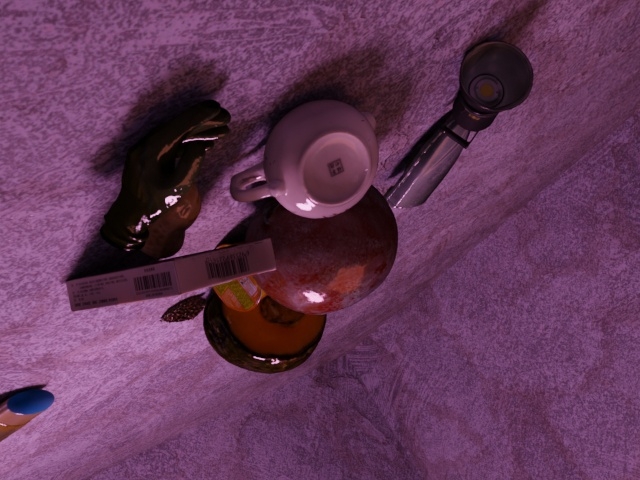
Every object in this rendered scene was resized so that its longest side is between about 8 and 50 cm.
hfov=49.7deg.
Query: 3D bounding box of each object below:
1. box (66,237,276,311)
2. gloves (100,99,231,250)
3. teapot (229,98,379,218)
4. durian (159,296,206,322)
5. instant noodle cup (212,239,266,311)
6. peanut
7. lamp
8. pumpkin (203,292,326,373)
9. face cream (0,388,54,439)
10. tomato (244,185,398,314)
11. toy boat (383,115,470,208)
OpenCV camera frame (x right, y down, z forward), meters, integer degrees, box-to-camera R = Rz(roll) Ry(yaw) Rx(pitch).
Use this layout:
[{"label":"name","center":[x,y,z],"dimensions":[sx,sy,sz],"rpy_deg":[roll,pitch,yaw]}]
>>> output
[{"label":"box","center":[-0.275,0.063,1.246],"dimensions":[0.353,0.069,0.214],"rpy_deg":[-9,-177,42]},{"label":"gloves","center":[-0.232,-0.100,1.009],"dimensions":[0.268,0.135,0.107],"rpy_deg":[-48,135,12]},{"label":"teapot","center":[-0.019,-0.140,1.218],"dimensions":[0.300,0.166,0.208],"rpy_deg":[-19,130,-6]},{"label":"durian","center":[-0.351,0.174,1.757],"dimensions":[0.130,0.052,0.066],"rpy_deg":[-26,-159,-10]},{"label":"instant noodle cup","center":[-0.137,0.058,1.603],"dimensions":[0.185,0.168,0.168],"rpy_deg":[-25,164,-46]},{"label":"peanut","center":[-0.261,-0.037,1.170],"dimensions":[0.103,0.098,0.229],"rpy_deg":[-17,160,-35]},{"label":"lamp","center":[0.348,-0.311,1.465],"dimensions":[0.172,0.147,0.227],"rpy_deg":[-54,175,-8]},{"label":"pumpkin","center":[-0.156,0.222,1.828],"dimensions":[0.256,0.303,0.225],"rpy_deg":[-51,178,-25]},{"label":"face cream","center":[-0.797,0.458,1.684],"dimensions":[0.285,0.067,0.139],"rpy_deg":[-34,165,8]},{"label":"tomato","center":[0.000,0.000,1.423],"dimensions":[0.317,0.282,0.316],"rpy_deg":[-23,-167,5]},{"label":"toy boat","center":[0.275,-0.203,1.701],"dimensions":[0.141,0.092,0.319],"rpy_deg":[-15,150,-44]}]
